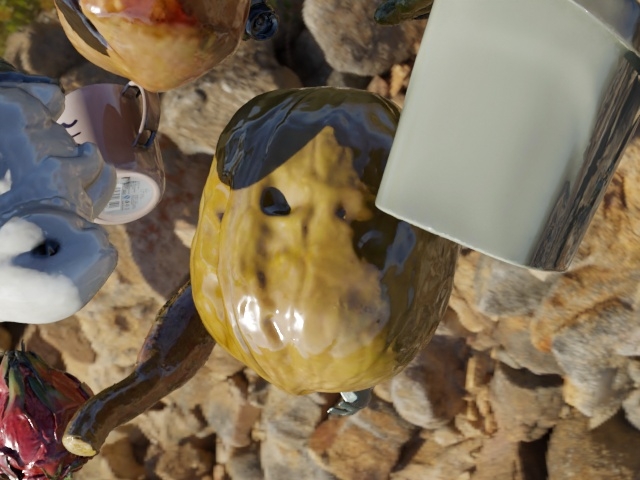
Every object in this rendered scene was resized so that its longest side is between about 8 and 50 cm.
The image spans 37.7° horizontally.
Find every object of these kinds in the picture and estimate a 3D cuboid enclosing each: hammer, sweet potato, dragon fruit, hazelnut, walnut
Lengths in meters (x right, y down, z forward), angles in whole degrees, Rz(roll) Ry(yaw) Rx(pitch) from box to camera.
[{"bbox_3d":[0.011,0.208,1.674,0.041,0.159,0.226,-34,92,24],"label":"hammer"},{"bbox_3d":[-0.228,0.171,1.354,0.109,0.109,0.385,11,45,32],"label":"sweet potato"},{"bbox_3d":[-0.531,0.324,1.733,0.234,0.234,0.293,-19,111,26],"label":"dragon fruit"},{"bbox_3d":[-0.267,-0.425,1.502,0.372,0.315,0.372,-170,90,-66],"label":"hazelnut"},{"bbox_3d":[0.000,0.000,1.195,0.354,0.308,0.398,0,81,51],"label":"walnut"}]

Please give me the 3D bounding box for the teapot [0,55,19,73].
[{"bbox_3d":[-0.515,-0.239,1.377,0.111,0.149,0.108,-52,54,12],"label":"teapot"}]

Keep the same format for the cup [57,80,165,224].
[{"bbox_3d":[-0.368,-0.170,1.710,0.253,0.191,0.200,-44,52,29],"label":"cup"}]

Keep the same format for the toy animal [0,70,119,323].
[{"bbox_3d":[-0.364,-0.041,1.102,0.357,0.258,0.194,-115,22,-45],"label":"toy animal"}]

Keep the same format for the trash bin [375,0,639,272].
[{"bbox_3d":[0.179,-0.116,0.851,0.219,0.220,0.250,25,99,29],"label":"trash bin"}]

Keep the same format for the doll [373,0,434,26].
[{"bbox_3d":[0.167,-0.316,1.222,0.097,0.209,0.137,58,153,6],"label":"doll"}]

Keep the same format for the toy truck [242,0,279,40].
[{"bbox_3d":[-0.150,-0.507,1.818,0.224,0.165,0.147,-59,38,24],"label":"toy truck"}]
